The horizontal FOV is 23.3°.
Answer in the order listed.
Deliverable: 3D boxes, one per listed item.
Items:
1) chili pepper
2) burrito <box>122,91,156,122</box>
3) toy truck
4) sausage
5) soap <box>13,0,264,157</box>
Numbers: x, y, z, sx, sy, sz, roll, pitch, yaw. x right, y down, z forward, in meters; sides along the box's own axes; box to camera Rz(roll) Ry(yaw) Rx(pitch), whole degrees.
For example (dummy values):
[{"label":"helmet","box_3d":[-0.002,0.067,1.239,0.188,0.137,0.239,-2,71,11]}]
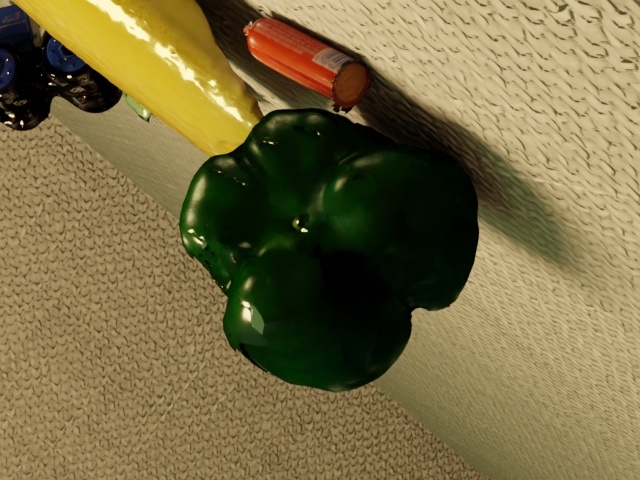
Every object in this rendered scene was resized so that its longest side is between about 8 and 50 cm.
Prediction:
[{"label":"chili pepper","box_3d":[0.000,0.000,1.386,0.233,0.249,0.256,35,180,22]},{"label":"burrito","box_3d":[-0.203,-0.203,1.740,0.288,0.104,0.054,35,-156,2]},{"label":"toy truck","box_3d":[-0.340,-0.238,1.853,0.161,0.213,0.177,76,180,-77]},{"label":"sausage","box_3d":[-0.020,-0.158,1.349,0.145,0.048,0.050,32,125,39]},{"label":"soap","box_3d":[-0.203,-0.229,1.526,0.427,0.115,0.306,38,177,-3]}]
